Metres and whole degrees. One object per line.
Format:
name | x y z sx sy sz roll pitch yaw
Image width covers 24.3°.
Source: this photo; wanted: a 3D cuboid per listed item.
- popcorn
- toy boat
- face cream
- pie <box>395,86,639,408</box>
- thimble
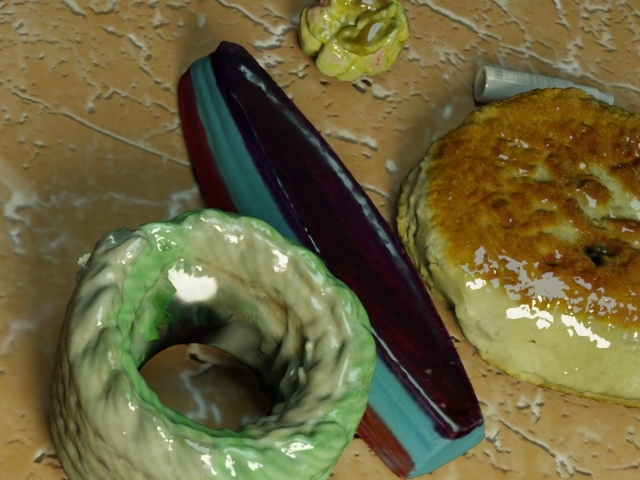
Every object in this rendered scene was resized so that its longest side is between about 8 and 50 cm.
popcorn | 0.034 -0.195 1.295 0.096 0.089 0.109 24 48 -18
toy boat | 0.000 0.000 1.156 0.136 0.079 0.392 -21 69 -33
face cream | 0.204 -0.132 1.343 0.130 0.034 0.034 7 55 -16
pie | 0.221 -0.007 1.230 0.315 0.092 0.315 10 53 -13
thimble | -0.081 0.093 1.006 0.218 0.150 0.219 10 54 -15
